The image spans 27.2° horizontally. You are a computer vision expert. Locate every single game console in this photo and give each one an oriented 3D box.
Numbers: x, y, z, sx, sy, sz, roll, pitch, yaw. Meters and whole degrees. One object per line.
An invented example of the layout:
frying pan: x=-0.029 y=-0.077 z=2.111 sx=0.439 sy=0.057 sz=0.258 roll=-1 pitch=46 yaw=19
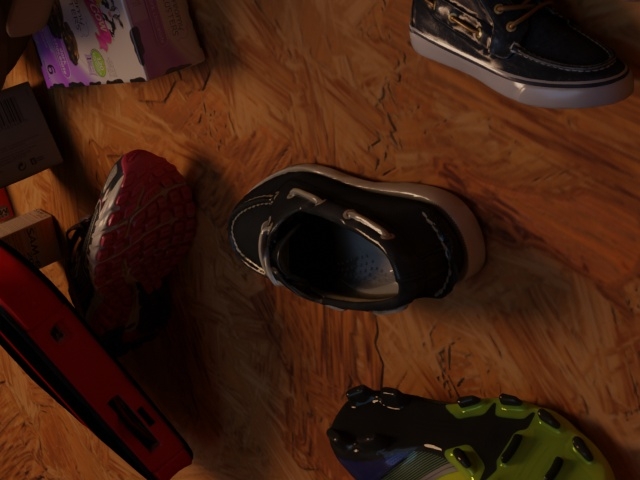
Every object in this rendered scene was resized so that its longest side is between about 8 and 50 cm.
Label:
game console: x=-0.318 y=0.097 z=1.457 sx=0.342 sy=0.060 sz=0.386 roll=29 pitch=158 yaw=44

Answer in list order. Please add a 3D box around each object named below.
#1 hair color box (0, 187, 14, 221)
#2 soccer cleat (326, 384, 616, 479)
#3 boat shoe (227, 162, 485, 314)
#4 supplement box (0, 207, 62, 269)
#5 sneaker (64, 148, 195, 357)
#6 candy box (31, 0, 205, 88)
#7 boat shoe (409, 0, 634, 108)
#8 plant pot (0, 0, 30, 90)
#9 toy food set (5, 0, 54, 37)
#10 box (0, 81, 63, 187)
hair color box: x=-0.443 y=-0.091 z=1.676 sx=0.072 sy=0.043 sz=0.141 roll=7 pitch=118 yaw=50
soccer cleat: x=0.131 y=0.185 z=1.087 sx=0.289 sy=0.093 sz=0.121 roll=6 pitch=147 yaw=47
boat shoe: x=0.000 y=0.000 z=1.105 sx=0.302 sy=0.091 sz=0.114 roll=-2 pitch=110 yaw=53
supplement box: x=-0.367 y=0.010 z=1.594 sx=0.036 sy=0.098 sz=0.062 roll=24 pitch=132 yaw=46
sneaker: x=-0.217 y=0.009 z=1.377 sx=0.112 sy=0.121 sz=0.299 roll=51 pitch=145 yaw=21
candy box: x=-0.209 y=-0.233 z=1.242 sx=0.196 sy=0.070 sz=0.165 roll=5 pitch=115 yaw=52
boat shoe: x=0.124 y=-0.147 z=0.862 sx=0.183 sy=0.065 sz=0.083 roll=28 pitch=134 yaw=42
plant pot: x=-0.374 y=-0.269 z=1.404 sx=0.237 sy=0.109 sz=0.237 roll=33 pitch=137 yaw=37
toy food set: x=-0.293 y=-0.355 z=1.171 sx=0.306 sy=0.092 sz=0.220 roll=55 pitch=132 yaw=34
box: x=-0.363 y=-0.112 z=1.492 sx=0.087 sy=0.101 sz=0.102 roll=-2 pitch=112 yaw=66
